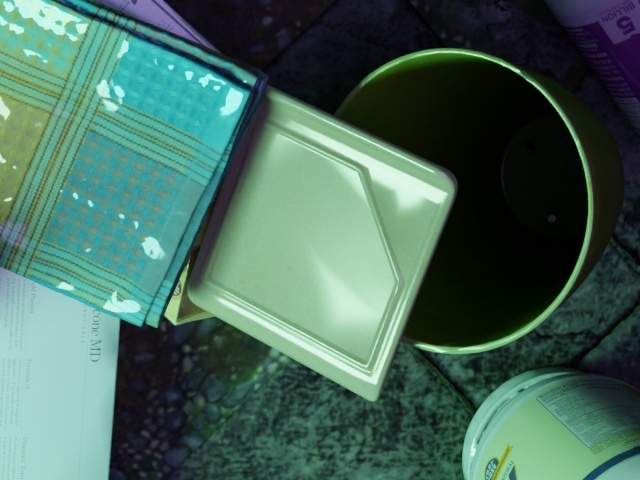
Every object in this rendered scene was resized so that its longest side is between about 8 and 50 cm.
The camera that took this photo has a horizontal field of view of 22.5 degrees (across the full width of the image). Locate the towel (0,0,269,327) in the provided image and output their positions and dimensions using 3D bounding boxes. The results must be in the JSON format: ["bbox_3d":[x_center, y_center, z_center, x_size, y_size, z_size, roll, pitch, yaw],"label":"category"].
[{"bbox_3d":[-0.266,-0.100,1.449,0.370,0.040,0.271,23,108,-5],"label":"towel"}]

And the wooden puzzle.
[{"bbox_3d":[0.000,0.000,1.472,0.221,0.044,0.238,27,113,23],"label":"wooden puzzle"}]

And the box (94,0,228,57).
[{"bbox_3d":[-0.230,-0.190,1.525,0.290,0.087,0.169,40,92,-20],"label":"box"}]

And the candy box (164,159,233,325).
[{"bbox_3d":[-0.096,-0.013,1.579,0.109,0.053,0.186,-10,126,-39],"label":"candy box"}]

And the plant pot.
[{"bbox_3d":[0.180,-0.049,1.555,0.275,0.293,0.274,4,98,28],"label":"plant pot"}]

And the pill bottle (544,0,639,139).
[{"bbox_3d":[0.373,-0.185,1.641,0.169,0.169,0.301,-41,110,-2],"label":"pill bottle"}]

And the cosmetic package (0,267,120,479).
[{"bbox_3d":[-0.349,0.175,1.584,0.284,0.097,0.377,3,103,-13],"label":"cosmetic package"}]

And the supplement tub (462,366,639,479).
[{"bbox_3d":[0.293,0.275,1.657,0.235,0.325,0.235,-4,105,-14],"label":"supplement tub"}]
